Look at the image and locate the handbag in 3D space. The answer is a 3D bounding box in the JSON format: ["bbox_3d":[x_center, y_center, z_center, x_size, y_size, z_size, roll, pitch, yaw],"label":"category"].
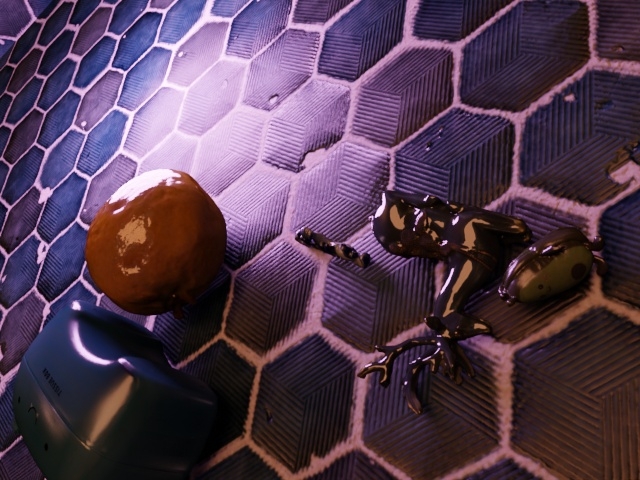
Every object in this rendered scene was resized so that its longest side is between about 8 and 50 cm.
[{"bbox_3d":[0.228,0.032,0.606,0.111,0.072,0.047,-29,33,-1],"label":"handbag"}]

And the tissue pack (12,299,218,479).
[{"bbox_3d":[-0.296,0.231,0.834,0.287,0.198,0.206,29,86,42],"label":"tissue pack"}]

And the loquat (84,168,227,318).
[{"bbox_3d":[-0.254,0.002,0.929,0.238,0.193,0.238,-14,59,25],"label":"loquat"}]

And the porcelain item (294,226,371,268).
[{"bbox_3d":[0.000,0.000,0.805,0.136,0.075,0.021,19,79,44],"label":"porcelain item"}]

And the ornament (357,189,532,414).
[{"bbox_3d":[0.105,0.064,0.684,0.202,0.080,0.236,14,77,39],"label":"ornament"}]
